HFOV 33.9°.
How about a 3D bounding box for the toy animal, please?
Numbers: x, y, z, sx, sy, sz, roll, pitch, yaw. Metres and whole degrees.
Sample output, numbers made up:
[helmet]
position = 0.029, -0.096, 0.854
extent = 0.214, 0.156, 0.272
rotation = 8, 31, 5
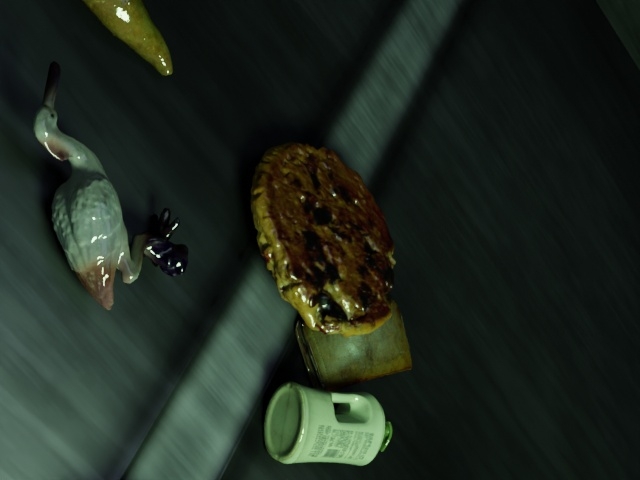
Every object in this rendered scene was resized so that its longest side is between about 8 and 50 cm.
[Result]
[toy animal]
position = -0.301, -0.048, 1.373
extent = 0.324, 0.090, 0.195
rotation = 55, 36, -31

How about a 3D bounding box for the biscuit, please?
[biscuit]
position = 0.003, 0.000, 1.691
extent = 0.289, 0.081, 0.334
rotation = -3, 70, -48

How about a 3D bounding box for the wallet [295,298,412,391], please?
[wallet]
position = 0.061, 0.168, 1.734
extent = 0.255, 0.031, 0.137
rotation = -6, 77, -50

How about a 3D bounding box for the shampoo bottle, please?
[shampoo bottle]
position = 0.026, 0.285, 1.605
extent = 0.234, 0.087, 0.118
rotation = 15, 82, -45

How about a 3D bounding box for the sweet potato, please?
[sweet potato]
position = -0.287, -0.336, 1.513
extent = 0.244, 0.077, 0.077
rotation = 43, 48, -26
